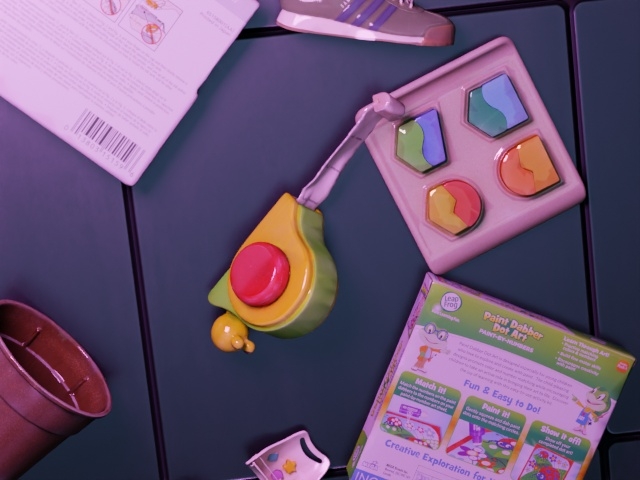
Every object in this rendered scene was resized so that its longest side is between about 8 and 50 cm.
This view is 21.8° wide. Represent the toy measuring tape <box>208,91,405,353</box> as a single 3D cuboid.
[{"bbox_3d":[0.000,0.000,1.765,0.121,0.121,0.330,38,101,-9],"label":"toy measuring tape"}]

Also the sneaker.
[{"bbox_3d":[0.052,-0.257,1.756,0.192,0.064,0.086,7,104,-1],"label":"sneaker"}]

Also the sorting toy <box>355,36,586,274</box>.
[{"bbox_3d":[0.165,-0.090,1.807,0.193,0.038,0.208,-27,101,1],"label":"sorting toy"}]

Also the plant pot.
[{"bbox_3d":[-0.339,0.178,1.769,0.167,0.167,0.165,44,102,-9],"label":"plant pot"}]

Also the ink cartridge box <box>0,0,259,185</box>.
[{"bbox_3d":[-0.241,-0.231,1.747,0.275,0.060,0.239,36,95,-8],"label":"ink cartridge box"}]

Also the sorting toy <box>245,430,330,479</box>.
[{"bbox_3d":[-0.032,0.253,1.856,0.075,0.045,0.083,-38,100,-4],"label":"sorting toy"}]

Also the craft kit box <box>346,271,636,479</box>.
[{"bbox_3d":[0.188,0.193,1.852,0.250,0.061,0.247,22,101,-7],"label":"craft kit box"}]
